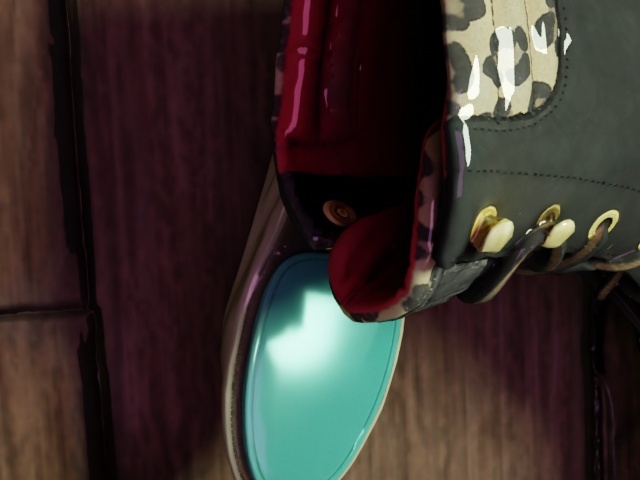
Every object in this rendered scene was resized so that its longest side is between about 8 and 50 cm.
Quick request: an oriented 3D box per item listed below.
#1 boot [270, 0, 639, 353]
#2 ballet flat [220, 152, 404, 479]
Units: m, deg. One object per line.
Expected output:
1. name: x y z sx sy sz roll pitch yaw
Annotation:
1. boot: 0.128 0.005 0.528 0.284 0.138 0.377 -3 94 -35
2. ballet flat: 0.000 0.000 0.573 0.086 0.086 0.248 16 85 -13
